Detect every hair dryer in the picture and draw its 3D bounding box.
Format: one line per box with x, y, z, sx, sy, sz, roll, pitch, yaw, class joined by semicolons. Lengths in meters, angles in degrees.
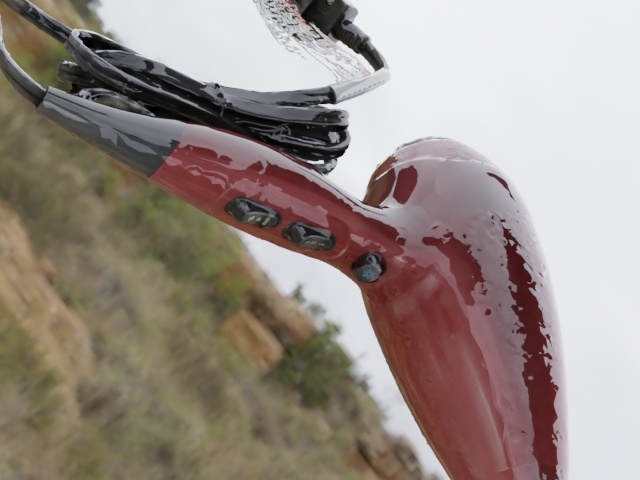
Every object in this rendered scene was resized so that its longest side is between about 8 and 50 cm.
0.000;0.000;0.581;0.293;0.224;0.080;48;-52;13;hair dryer
